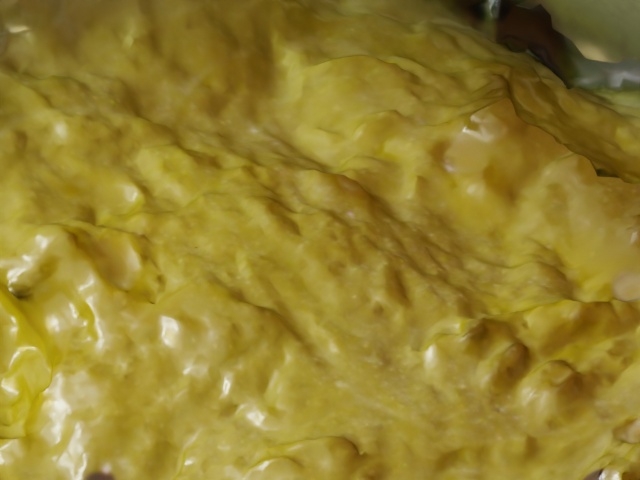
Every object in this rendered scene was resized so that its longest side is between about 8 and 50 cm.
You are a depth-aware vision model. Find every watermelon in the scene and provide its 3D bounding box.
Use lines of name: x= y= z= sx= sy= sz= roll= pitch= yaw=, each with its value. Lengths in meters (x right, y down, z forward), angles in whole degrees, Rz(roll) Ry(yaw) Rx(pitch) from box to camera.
watermelon: x=0.000 y=0.000 z=0.490 sx=0.330 sy=0.189 sz=0.331 roll=-4 pitch=-32 yaw=-2
